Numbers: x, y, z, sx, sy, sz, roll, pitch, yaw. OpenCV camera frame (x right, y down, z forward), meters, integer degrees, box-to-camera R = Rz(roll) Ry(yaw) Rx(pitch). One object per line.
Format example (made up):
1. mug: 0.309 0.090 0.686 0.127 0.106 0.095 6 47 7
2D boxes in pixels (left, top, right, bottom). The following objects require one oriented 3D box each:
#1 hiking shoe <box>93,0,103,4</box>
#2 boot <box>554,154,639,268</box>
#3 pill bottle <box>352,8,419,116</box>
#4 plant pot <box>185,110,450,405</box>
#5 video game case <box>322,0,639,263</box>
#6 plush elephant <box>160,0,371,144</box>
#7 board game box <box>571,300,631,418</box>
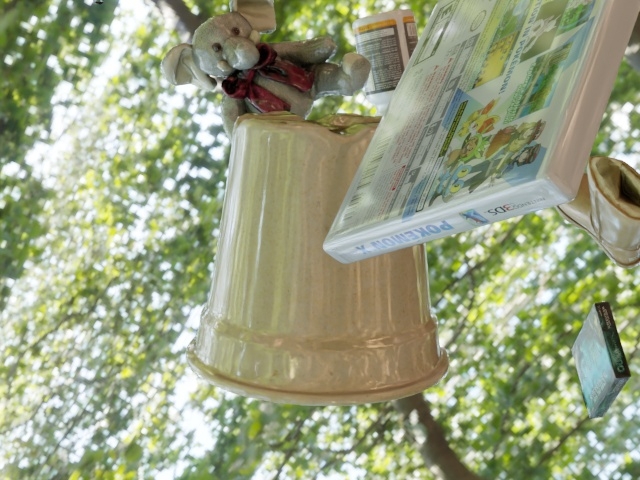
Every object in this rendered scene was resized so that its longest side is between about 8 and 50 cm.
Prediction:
1. hiking shoe: -0.298 -0.523 1.435 0.132 0.304 0.113 34 -164 -46
2. boot: 0.465 -0.079 1.531 0.236 0.089 0.269 48 180 26
3. pill bottle: 0.182 -0.435 2.340 0.162 0.162 0.278 -24 -74 -58
4. plant pot: 0.000 0.000 1.139 0.334 0.305 0.334 1 -168 0
5. video game case: 0.151 -0.143 0.815 0.036 0.300 0.329 35 -116 -21
6. plush elephant: -0.120 -0.308 1.654 0.255 0.272 0.330 39 178 -41
7. board game box: 0.440 0.192 1.458 0.026 0.186 0.126 -7 -120 -1
